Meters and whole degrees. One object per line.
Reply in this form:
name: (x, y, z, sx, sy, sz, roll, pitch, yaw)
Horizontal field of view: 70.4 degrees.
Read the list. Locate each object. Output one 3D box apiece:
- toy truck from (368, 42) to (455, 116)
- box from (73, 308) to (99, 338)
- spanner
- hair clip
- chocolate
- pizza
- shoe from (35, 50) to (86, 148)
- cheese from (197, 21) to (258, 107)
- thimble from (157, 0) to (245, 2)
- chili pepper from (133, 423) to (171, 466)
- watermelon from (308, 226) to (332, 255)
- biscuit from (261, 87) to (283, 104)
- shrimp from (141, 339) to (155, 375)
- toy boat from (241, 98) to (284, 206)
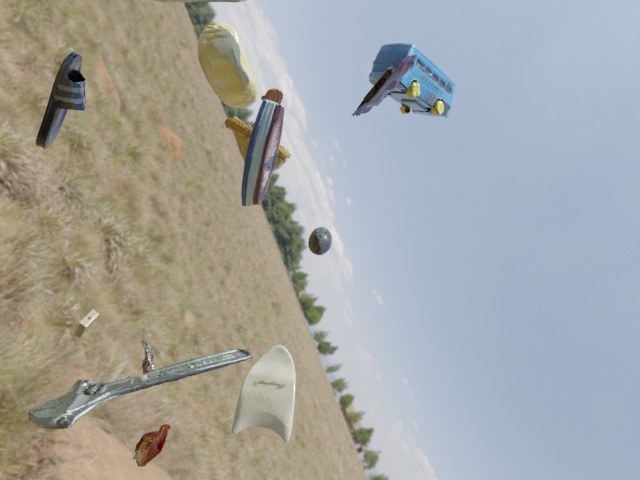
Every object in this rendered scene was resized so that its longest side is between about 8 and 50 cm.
toy truck: (0.326, -0.545, 1.584, 0.161, 0.384, 0.163, 18, -84, 40)
box: (-0.642, 0.229, 1.244, 0.024, 0.083, 0.053, 41, 40, -10)
spanner: (-0.263, 0.216, 0.700, 0.093, 0.325, 0.026, 29, -54, 60)
hair clip: (-0.152, 0.456, 1.394, 0.282, 0.172, 0.113, -74, 170, -61)
chocolate: (0.141, -0.339, 1.002, 0.028, 0.086, 0.182, 57, -44, 5)
pizza: (-0.157, -0.228, 1.229, 0.204, 0.081, 0.188, 32, -11, 27)
shoe: (-0.422, -0.227, 0.765, 0.049, 0.179, 0.071, 26, 21, -19)
cheese: (-0.261, -0.502, 1.306, 0.226, 0.117, 0.214, 59, 17, -53)
thimble: (-0.200, -0.520, 0.680, 0.291, 0.195, 0.292, 178, -90, -85)
chili pepper: (-0.288, 0.350, 0.789, 0.178, 0.027, 0.045, -50, -134, 35)
watermelon: (0.000, 0.000, 1.470, 0.111, 0.078, 0.078, -71, 151, -47)
biscuit: (-0.176, -0.507, 1.632, 0.091, 0.078, 0.015, -61, -140, 41)
shrimp: (-0.382, 0.267, 1.010, 0.038, 0.029, 0.093, 116, -34, -74)
toy boat: (-0.121, -0.175, 0.949, 0.080, 0.045, 0.229, -7, 116, -60)
